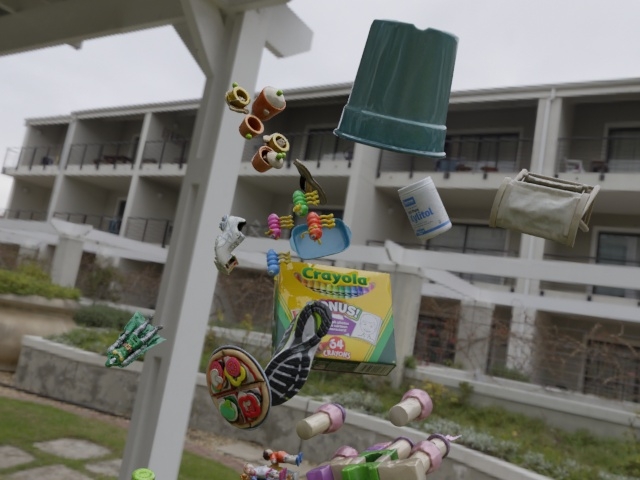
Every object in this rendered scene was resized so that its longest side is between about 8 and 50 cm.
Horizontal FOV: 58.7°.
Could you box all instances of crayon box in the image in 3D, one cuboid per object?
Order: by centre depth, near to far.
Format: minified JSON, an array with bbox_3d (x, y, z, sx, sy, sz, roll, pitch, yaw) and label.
[{"bbox_3d":[0.038,0.236,1.744,0.362,0.313,0.106,8,-35,-12],"label":"crayon box"}]

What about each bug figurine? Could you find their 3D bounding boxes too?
[{"bbox_3d":[-0.085,-0.025,1.641,0.072,0.216,0.279,22,-49,-37],"label":"bug figurine"}]

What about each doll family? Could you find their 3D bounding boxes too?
[{"bbox_3d":[-0.169,0.763,1.844,0.163,0.119,0.263,0,-6,16],"label":"doll family"}]

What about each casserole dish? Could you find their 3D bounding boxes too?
[{"bbox_3d":[0.000,0.000,1.693,0.188,0.114,0.037,-12,-24,-12],"label":"casserole dish"}]

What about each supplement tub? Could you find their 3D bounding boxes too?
[{"bbox_3d":[0.199,-0.060,1.089,0.070,0.107,0.071,-25,3,1],"label":"supplement tub"}]

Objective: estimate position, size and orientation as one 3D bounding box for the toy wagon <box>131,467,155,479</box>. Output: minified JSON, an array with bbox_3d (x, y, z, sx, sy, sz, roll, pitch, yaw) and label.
[{"bbox_3d":[-0.485,0.715,1.334,0.068,0.268,0.344,13,7,7],"label":"toy wagon"}]

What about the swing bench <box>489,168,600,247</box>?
[{"bbox_3d":[0.700,-0.108,1.775,0.253,0.165,0.254,18,21,31],"label":"swing bench"}]

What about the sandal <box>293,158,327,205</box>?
[{"bbox_3d":[-0.040,-0.169,1.719,0.072,0.049,0.180,39,-12,49],"label":"sandal"}]

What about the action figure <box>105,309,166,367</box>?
[{"bbox_3d":[-0.599,0.328,1.807,0.137,0.232,0.063,43,-54,-3],"label":"action figure"}]

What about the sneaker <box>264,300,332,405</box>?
[{"bbox_3d":[-0.071,0.304,1.518,0.111,0.300,0.121,35,-19,-6],"label":"sneaker"}]

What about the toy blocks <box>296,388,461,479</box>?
[{"bbox_3d":[0.141,0.492,1.239,0.288,0.309,0.260,-17,-11,26],"label":"toy blocks"}]

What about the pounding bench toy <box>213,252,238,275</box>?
[{"bbox_3d":[-0.322,0.064,1.939,0.052,0.065,0.083,25,-30,26],"label":"pounding bench toy"}]

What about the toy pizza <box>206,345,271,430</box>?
[{"bbox_3d":[-0.194,0.337,1.287,0.201,0.202,0.032,5,13,35],"label":"toy pizza"}]

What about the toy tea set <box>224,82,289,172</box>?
[{"bbox_3d":[-0.171,-0.379,1.857,0.200,0.336,0.124,-5,-21,-48],"label":"toy tea set"}]

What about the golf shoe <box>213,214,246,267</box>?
[{"bbox_3d":[-0.283,0.001,1.802,0.085,0.176,0.069,3,-22,13],"label":"golf shoe"}]

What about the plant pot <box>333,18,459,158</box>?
[{"bbox_3d":[0.235,-0.440,1.641,0.340,0.335,0.341,11,16,-3],"label":"plant pot"}]
